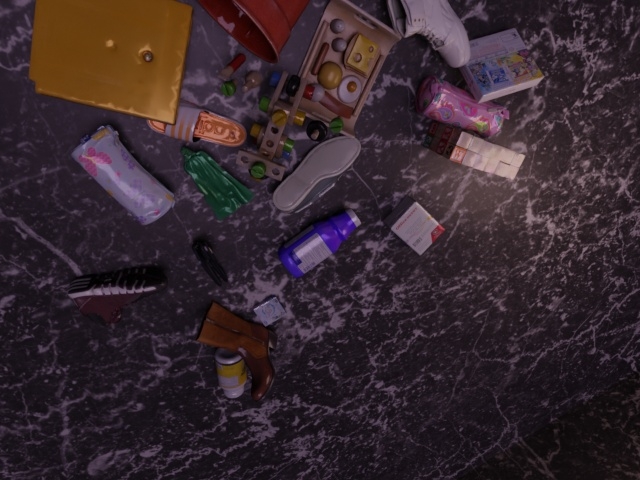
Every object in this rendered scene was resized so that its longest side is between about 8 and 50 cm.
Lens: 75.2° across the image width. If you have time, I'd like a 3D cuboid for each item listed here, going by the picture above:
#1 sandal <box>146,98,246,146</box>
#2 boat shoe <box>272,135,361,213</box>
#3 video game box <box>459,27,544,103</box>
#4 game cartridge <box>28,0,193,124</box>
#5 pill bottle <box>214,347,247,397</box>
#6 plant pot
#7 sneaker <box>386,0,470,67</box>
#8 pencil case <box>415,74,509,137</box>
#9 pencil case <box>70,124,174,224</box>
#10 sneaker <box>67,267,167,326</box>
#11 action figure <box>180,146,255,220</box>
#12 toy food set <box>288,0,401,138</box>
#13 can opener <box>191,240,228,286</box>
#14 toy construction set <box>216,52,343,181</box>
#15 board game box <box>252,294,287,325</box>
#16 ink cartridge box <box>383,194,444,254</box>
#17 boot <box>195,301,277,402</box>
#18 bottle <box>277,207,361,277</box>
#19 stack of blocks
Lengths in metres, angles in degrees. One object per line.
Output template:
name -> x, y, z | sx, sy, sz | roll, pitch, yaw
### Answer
sandal -> -0.325, -0.310, 1.114 | 0.264, 0.076, 0.102 | 8, 112, -20
boat shoe -> -0.008, -0.198, 1.275 | 0.319, 0.116, 0.099 | -41, 163, -3
video game box -> 0.522, -0.519, 1.229 | 0.204, 0.187, 0.048 | -18, 163, -7
game cartridge -> -0.487, -0.452, 0.979 | 0.323, 0.052, 0.286 | 10, 99, -17
pill bottle -> -0.316, 0.465, 1.478 | 0.103, 0.103, 0.184 | -7, 117, -14
plant pot -> -0.123, -0.606, 0.944 | 0.272, 0.272, 0.265 | 38, 91, -28
sneaker -> 0.287, -0.575, 1.136 | 0.169, 0.108, 0.293 | -44, 111, -16
pencil case -> 0.433, -0.407, 1.274 | 0.283, 0.124, 0.124 | 13, 111, -20
pencil case -> -0.518, -0.169, 1.104 | 0.124, 0.113, 0.273 | -45, 121, -15
sneaker -> -0.597, 0.179, 1.265 | 0.280, 0.107, 0.163 | -4, 122, -5
action figure -> -0.312, -0.177, 1.190 | 0.137, 0.064, 0.232 | -37, 124, 5
toy food set -> 0.068, -0.468, 1.150 | 0.219, 0.092, 0.306 | 19, 109, -24
can opener -> -0.348, 0.076, 1.307 | 0.059, 0.073, 0.186 | -26, 129, -13
toy construction set -> -0.145, -0.298, 1.050 | 0.257, 0.237, 0.309 | -30, 117, 36
board game box -> -0.178, 0.247, 1.462 | 0.089, 0.020, 0.090 | -29, 120, -2
ink cartridge box -> 0.324, -0.053, 1.441 | 0.175, 0.072, 0.127 | 38, 100, -28
boot -> -0.274, 0.363, 1.361 | 0.280, 0.264, 0.096 | 33, 137, -29
bottle -> 0.000, 0.000, 1.356 | 0.282, 0.092, 0.118 | -36, 120, 2
stack of blocks -> 0.502, -0.281, 1.330 | 0.296, 0.171, 0.087 | 12, 111, -23
